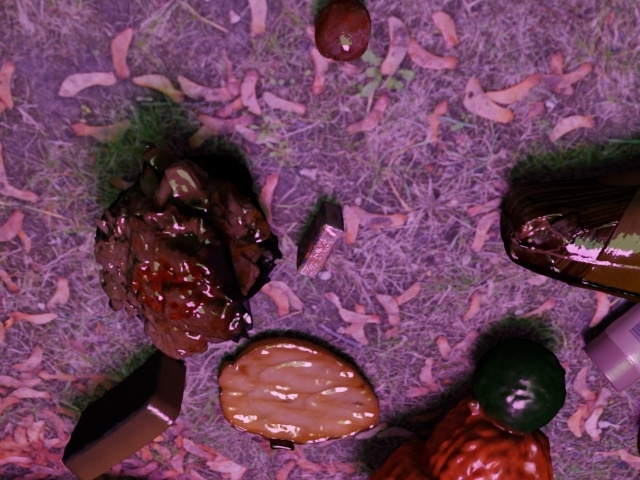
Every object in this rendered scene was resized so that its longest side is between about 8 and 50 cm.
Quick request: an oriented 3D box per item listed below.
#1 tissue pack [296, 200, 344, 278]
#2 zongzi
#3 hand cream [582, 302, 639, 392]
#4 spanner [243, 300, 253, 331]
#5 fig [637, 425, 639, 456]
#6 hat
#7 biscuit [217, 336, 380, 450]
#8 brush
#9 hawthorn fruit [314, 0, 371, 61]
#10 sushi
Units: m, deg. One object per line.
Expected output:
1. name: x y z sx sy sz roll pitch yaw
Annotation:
1. tissue pack: 0.000 0.000 1.088 0.035 0.063 0.083 24 119 -14
2. zongzi: 0.403 -0.062 0.999 0.289 0.154 0.317 15 129 -12
3. hand cream: 0.495 0.109 1.183 0.248 0.083 0.133 -38 118 7
4. spanner: -0.113 0.045 1.141 0.046 0.012 0.208 -5 123 -1
5. fig: 0.564 0.344 1.233 0.124 0.236 0.124 -6 123 -10
6. hat: 0.244 0.337 1.251 0.285 0.285 0.400 29 91 -19
7. biscuit: -0.030 0.234 1.252 0.260 0.041 0.203 19 117 -15
8. brush: -0.282 0.253 1.201 0.197 0.123 0.059 -37 112 18
9. hawthorn fruit: 0.033 -0.252 0.940 0.066 0.067 0.103 22 93 -16
10. sushi: -0.169 0.022 0.994 0.238 0.219 0.225 42 112 -17
